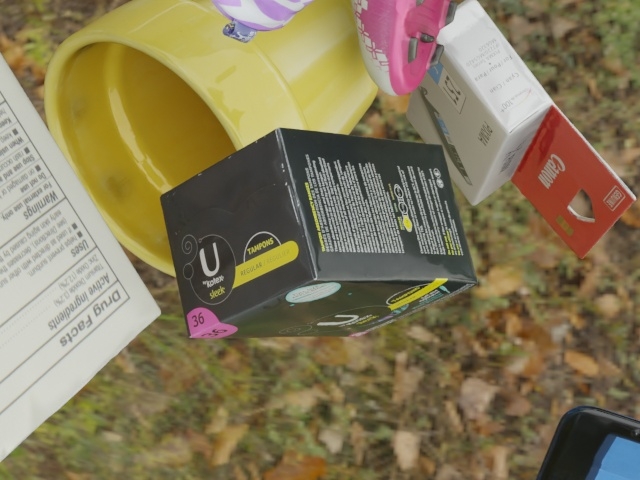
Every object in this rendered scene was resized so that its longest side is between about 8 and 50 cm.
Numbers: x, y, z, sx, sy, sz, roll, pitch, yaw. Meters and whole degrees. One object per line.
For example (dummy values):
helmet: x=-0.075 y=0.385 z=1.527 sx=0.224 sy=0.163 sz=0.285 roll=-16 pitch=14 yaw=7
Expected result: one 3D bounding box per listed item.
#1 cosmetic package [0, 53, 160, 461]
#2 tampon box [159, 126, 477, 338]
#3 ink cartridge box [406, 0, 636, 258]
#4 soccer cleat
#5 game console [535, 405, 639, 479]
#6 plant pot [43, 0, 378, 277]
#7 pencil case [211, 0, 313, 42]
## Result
cosmetic package: x=-0.223 y=-0.045 z=0.638 sx=0.160 sy=0.113 sz=0.309 roll=-44 pitch=110 yaw=-49
tampon box: x=0.000 y=0.000 z=0.951 sx=0.161 sy=0.120 sz=0.101 roll=2 pitch=68 yaw=-46
ink cartridge box: x=0.201 y=-0.093 z=1.553 sx=0.066 sy=0.296 sz=0.261 roll=-36 pitch=80 yaw=-8
soccer cleat: x=0.047 y=-0.296 z=1.278 sx=0.116 sy=0.143 sz=0.331 roll=-16 pitch=112 yaw=-65
game console: x=0.304 y=0.317 z=1.238 sx=0.293 sy=0.173 sz=0.250 roll=17 pitch=65 yaw=5
plant pot: x=-0.078 y=-0.127 z=1.321 sx=0.239 sy=0.254 sz=0.254 roll=-41 pitch=110 yaw=-37
pencil case: x=0.009 y=-0.199 z=0.807 sx=0.088 sy=0.206 sz=0.086 roll=22 pitch=48 yaw=-37
